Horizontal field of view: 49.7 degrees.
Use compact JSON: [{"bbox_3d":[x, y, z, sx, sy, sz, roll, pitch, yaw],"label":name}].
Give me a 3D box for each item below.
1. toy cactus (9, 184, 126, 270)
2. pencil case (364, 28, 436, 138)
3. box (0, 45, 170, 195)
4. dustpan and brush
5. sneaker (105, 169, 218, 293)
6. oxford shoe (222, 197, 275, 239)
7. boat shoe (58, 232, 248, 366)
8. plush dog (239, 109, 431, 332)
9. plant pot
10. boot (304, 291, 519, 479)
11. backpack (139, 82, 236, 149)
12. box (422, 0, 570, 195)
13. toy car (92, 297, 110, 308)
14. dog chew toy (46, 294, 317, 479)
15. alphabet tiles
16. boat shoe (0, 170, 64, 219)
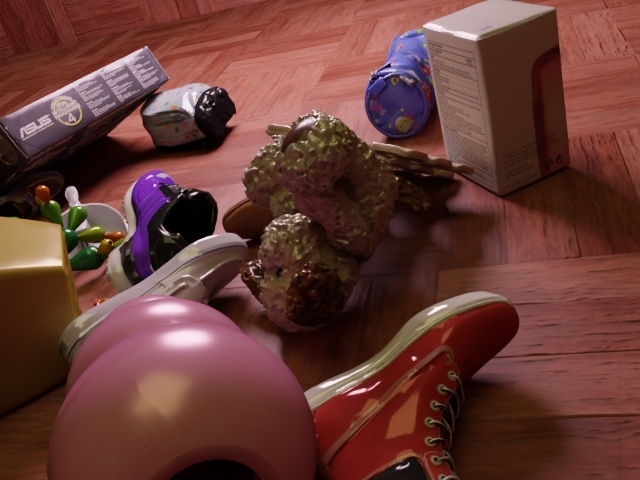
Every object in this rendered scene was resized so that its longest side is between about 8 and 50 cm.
[{"bbox_3d":[-0.394,0.014,1.052,0.219,0.112,0.180,15,56,-2],"label":"toy cactus"},{"bbox_3d":[0.165,-0.308,1.309,0.119,0.133,0.306,-34,17,33],"label":"pencil case"},{"bbox_3d":[-0.541,-0.230,1.445,0.318,0.097,0.395,-22,18,45],"label":"box"},{"bbox_3d":[-0.418,-0.036,1.196,0.147,0.060,0.211,-23,30,-12],"label":"dustpan and brush"},{"bbox_3d":[-0.210,-0.032,1.006,0.146,0.102,0.293,-34,31,15],"label":"sneaker"},{"bbox_3d":[-0.047,-0.027,0.994,0.212,0.076,0.076,-9,43,15],"label":"oxford shoe"},{"bbox_3d":[-0.181,0.085,0.850,0.267,0.096,0.088,-31,60,-35],"label":"boat shoe"},{"bbox_3d":[0.000,0.000,0.813,0.225,0.210,0.262,-66,16,-7],"label":"plush dog"},{"bbox_3d":[-0.400,0.083,0.855,0.187,0.212,0.212,-12,27,-17],"label":"plant pot"},{"bbox_3d":[0.109,0.152,0.595,0.244,0.088,0.176,-32,33,-12],"label":"boot"},{"bbox_3d":[-0.289,-0.264,1.474,0.182,0.115,0.152,-7,33,22],"label":"backpack"},{"bbox_3d":[0.252,-0.207,0.985,0.127,0.232,0.148,-24,30,-12],"label":"box"},{"bbox_3d":[-0.288,0.077,0.959,0.060,0.040,0.122,-9,30,13],"label":"toy car"},{"bbox_3d":[-0.133,0.146,0.619,0.206,0.207,0.332,-24,22,-13],"label":"dog chew toy"},{"bbox_3d":[0.065,-0.125,0.993,0.278,0.021,0.284,16,6,43],"label":"alphabet tiles"},{"bbox_3d":[-0.576,-0.068,1.338,0.183,0.066,0.066,-35,38,-12],"label":"boat shoe"}]
